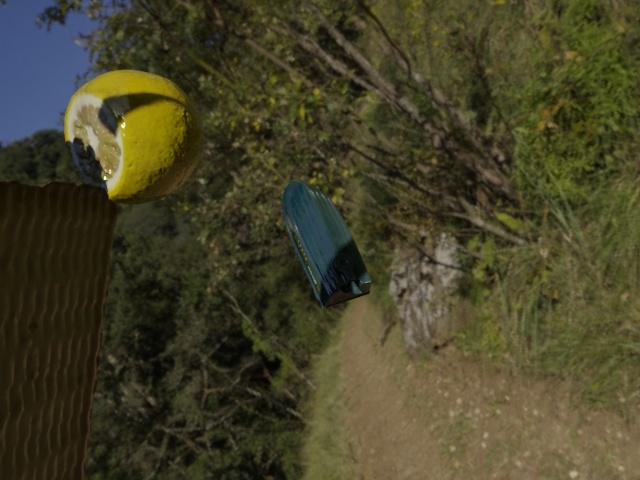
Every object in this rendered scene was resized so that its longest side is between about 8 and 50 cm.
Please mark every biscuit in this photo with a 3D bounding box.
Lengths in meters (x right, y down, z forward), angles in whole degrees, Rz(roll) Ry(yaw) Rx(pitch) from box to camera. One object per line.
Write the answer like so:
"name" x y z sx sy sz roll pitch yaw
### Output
"biscuit" -0.193 0.086 0.401 0.172 0.029 0.254 -5 -76 -79

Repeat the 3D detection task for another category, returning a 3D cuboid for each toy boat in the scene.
"toy boat" 0.000 0.000 1.052 0.093 0.246 0.103 -17 -22 -21

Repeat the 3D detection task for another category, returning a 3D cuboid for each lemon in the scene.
"lemon" -0.319 -0.189 1.140 0.219 0.240 0.240 -23 -15 -48
